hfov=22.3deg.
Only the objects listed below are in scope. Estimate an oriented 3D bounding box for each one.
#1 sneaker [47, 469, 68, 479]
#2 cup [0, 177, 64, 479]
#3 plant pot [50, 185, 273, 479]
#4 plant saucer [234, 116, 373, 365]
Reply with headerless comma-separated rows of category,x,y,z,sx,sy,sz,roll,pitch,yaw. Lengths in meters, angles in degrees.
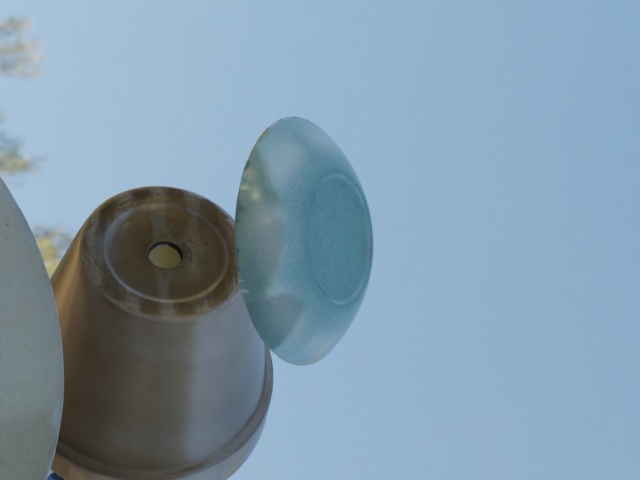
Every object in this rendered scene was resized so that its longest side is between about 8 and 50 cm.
sneaker,-0.297,0.236,1.537,0.131,0.350,0.148,-46,-138,10
cup,-0.343,0.076,0.876,0.331,0.237,0.331,4,-81,25
plant pot,-0.195,0.098,1.850,0.280,0.323,0.323,107,-32,-51
plant saucer,0.000,0.000,1.253,0.037,0.195,0.195,-2,-98,29
